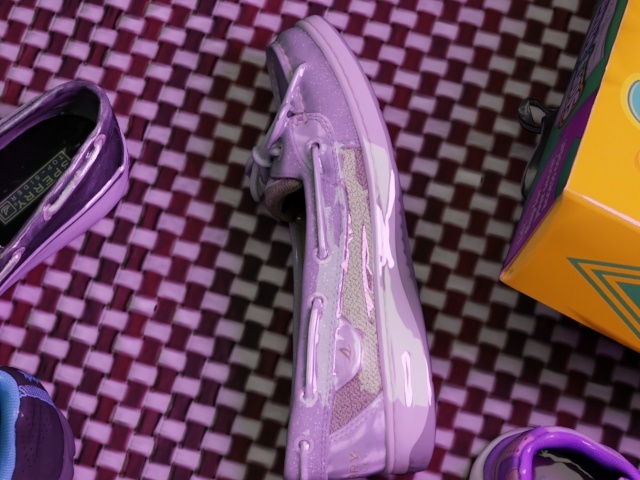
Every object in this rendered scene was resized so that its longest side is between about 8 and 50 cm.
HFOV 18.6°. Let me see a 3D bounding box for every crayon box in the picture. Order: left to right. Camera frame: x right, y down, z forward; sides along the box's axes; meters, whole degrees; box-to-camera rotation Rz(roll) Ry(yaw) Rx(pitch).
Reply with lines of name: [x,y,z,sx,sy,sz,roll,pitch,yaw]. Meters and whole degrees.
crayon box: [0.311,-0.058,1.225,0.313,0.106,0.363,28,50,-5]

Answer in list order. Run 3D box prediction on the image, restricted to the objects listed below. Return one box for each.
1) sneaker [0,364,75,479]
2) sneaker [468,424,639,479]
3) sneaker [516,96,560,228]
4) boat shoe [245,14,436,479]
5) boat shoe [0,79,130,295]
sneaker: [-0.278,0.216,1.182,0.125,0.139,0.341,28,71,9]
sneaker: [0.199,0.192,1.215,0.236,0.104,0.095,34,70,12]
sneaker: [0.211,0.008,1.296,0.153,0.101,0.268,-9,62,-3]
boat shoe: [0.000,0.002,1.287,0.103,0.118,0.320,-8,75,-8]
boat shoe: [-0.249,0.011,1.284,0.306,0.105,0.113,-38,73,-15]
